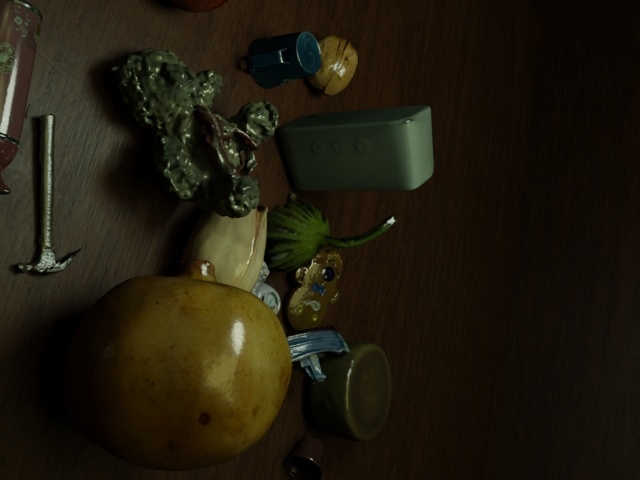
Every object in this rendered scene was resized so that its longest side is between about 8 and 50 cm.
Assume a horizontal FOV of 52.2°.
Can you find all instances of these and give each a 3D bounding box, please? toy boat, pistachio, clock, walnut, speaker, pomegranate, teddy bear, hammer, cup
[{"bbox_3d":[-0.045,0.309,1.725,0.309,0.129,0.142,-4,73,-37],"label":"toy boat"},{"bbox_3d":[-0.205,0.016,1.482,0.187,0.187,0.299,45,50,-44],"label":"pistachio"},{"bbox_3d":[-0.156,0.121,1.640,0.117,0.080,0.176,-52,127,-43],"label":"clock"},{"bbox_3d":[0.031,-0.511,1.882,0.144,0.144,0.180,48,60,-42],"label":"walnut"},{"bbox_3d":[0.098,-0.241,1.737,0.183,0.406,0.184,-35,121,-49],"label":"speaker"},{"bbox_3d":[-0.260,0.226,1.226,0.417,0.417,0.416,3,86,-54],"label":"pomegranate"},{"bbox_3d":[-0.275,-0.254,1.386,0.367,0.224,0.357,52,35,-37],"label":"teddy bear"},{"bbox_3d":[-0.504,-0.086,1.206,0.125,0.027,0.297,-1,89,-54],"label":"hammer"},{"bbox_3d":[-0.100,-0.465,1.674,0.176,0.155,0.131,-29,111,-53],"label":"cup"}]

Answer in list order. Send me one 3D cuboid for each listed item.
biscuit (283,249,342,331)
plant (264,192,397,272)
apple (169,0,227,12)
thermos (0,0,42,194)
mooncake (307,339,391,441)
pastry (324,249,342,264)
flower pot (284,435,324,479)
[{"bbox_3d":[-0.020,0.145,1.819,0.180,0.039,0.236,33,77,-37],"label":"biscuit"},{"bbox_3d":[-0.014,-0.026,1.651,0.251,0.333,0.180,-49,113,-28],"label":"plant"},{"bbox_3d":[-0.278,-0.597,1.436,0.201,0.162,0.201,-1,91,-43],"label":"apple"},{"bbox_3d":[-0.553,-0.235,1.070,0.136,0.109,0.330,18,74,-53],"label":"thermos"},{"bbox_3d":[0.084,0.433,1.899,0.284,0.155,0.284,9,79,-54],"label":"mooncake"},{"bbox_3d":[0.022,0.076,1.909,0.109,0.057,0.097,49,53,-40],"label":"pastry"},{"bbox_3d":[-0.034,0.589,1.780,0.111,0.111,0.089,68,28,-26],"label":"flower pot"}]
